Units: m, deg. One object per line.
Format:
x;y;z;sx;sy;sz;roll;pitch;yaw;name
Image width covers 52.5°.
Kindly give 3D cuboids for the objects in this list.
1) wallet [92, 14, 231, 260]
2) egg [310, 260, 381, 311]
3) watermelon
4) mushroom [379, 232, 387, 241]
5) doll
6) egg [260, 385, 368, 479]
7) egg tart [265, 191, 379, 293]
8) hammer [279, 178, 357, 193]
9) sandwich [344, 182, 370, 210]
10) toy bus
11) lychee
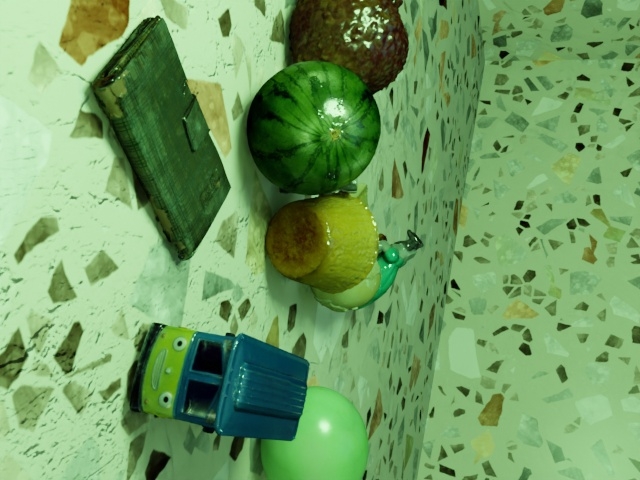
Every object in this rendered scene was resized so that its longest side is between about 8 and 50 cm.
-0.210;-0.135;0.920;0.317;0.044;0.169;74;28;-44;wallet
0.055;0.083;1.507;0.201;0.164;0.164;-3;98;-59;egg
-0.013;-0.197;1.148;0.242;0.242;0.242;5;90;-69;watermelon
0.153;-0.002;1.856;0.088;0.073;0.129;-16;110;-35;mushroom
0.140;0.069;1.702;0.258;0.153;0.195;-30;152;-14;doll
-0.011;0.427;1.324;0.220;0.220;0.270;-47;136;-58;egg
0.000;0.000;1.297;0.171;0.215;0.215;7;89;-58;egg tart
-0.002;-0.140;1.370;0.226;0.158;0.041;-84;172;-69;hammer
0.077;-0.032;1.676;0.162;0.058;0.193;-51;143;-52;sandwich
-0.142;0.222;1.001;0.287;0.175;0.138;43;56;-64;toy bus
0.056;-0.403;1.287;0.260;0.260;0.261;5;90;-69;lychee
